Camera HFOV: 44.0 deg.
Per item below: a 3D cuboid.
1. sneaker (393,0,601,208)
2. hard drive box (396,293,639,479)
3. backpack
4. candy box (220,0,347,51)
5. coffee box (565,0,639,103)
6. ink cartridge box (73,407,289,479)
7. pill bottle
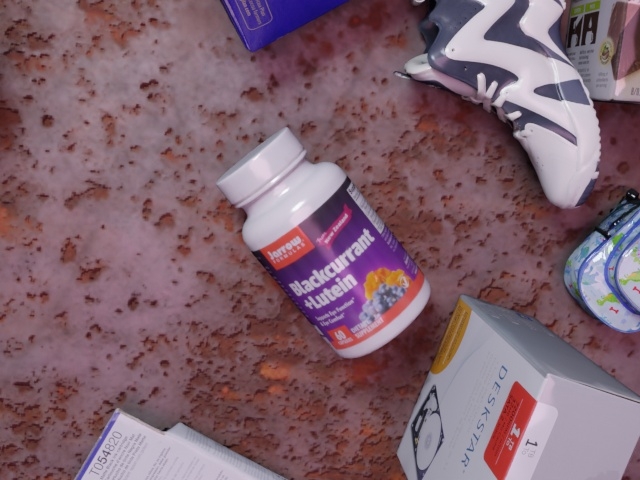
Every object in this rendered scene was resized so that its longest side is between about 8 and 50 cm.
[{"bbox_3d":[0.146,-0.130,0.696,0.153,0.094,0.234,-14,101,-2],"label":"sneaker"},{"bbox_3d":[0.158,0.167,0.680,0.089,0.232,0.181,19,97,-9],"label":"hard drive box"},{"bbox_3d":[0.295,0.028,0.745,0.114,0.084,0.105,-43,99,6],"label":"backpack"},{"bbox_3d":[0.034,-0.315,0.556,0.317,0.268,0.122,-26,67,0],"label":"candy box"},{"bbox_3d":[0.321,-0.264,0.676,0.168,0.119,0.297,2,100,-5],"label":"coffee box"},{"bbox_3d":[-0.149,0.296,0.766,0.224,0.045,0.223,31,95,-9],"label":"ink cartridge box"},{"bbox_3d":[0.000,0.000,0.696,0.108,0.108,0.193,-39,101,2],"label":"pill bottle"}]
